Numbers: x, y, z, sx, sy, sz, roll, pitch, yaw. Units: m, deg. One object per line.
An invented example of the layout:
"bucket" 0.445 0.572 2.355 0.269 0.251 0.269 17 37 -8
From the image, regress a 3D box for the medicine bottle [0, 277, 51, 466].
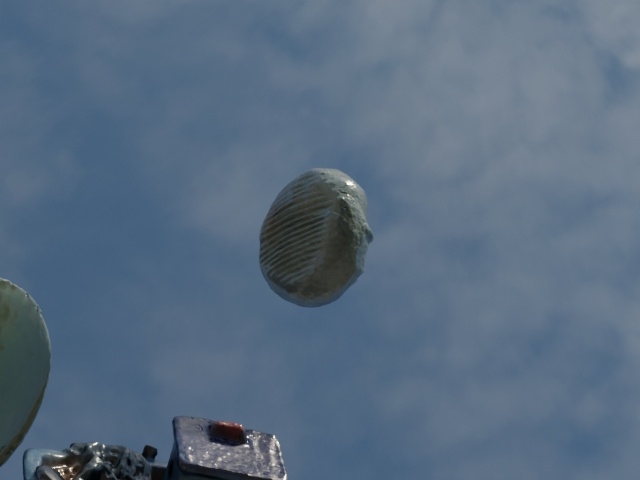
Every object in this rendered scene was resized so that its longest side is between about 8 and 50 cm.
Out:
"medicine bottle" -0.250 0.065 1.102 0.143 0.147 0.147 26 -75 41

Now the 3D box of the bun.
"bun" 0.000 0.000 1.076 0.045 0.083 0.083 20 -76 -36

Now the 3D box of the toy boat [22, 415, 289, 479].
"toy boat" -0.047 0.141 0.992 0.223 0.100 0.097 12 -67 -15
